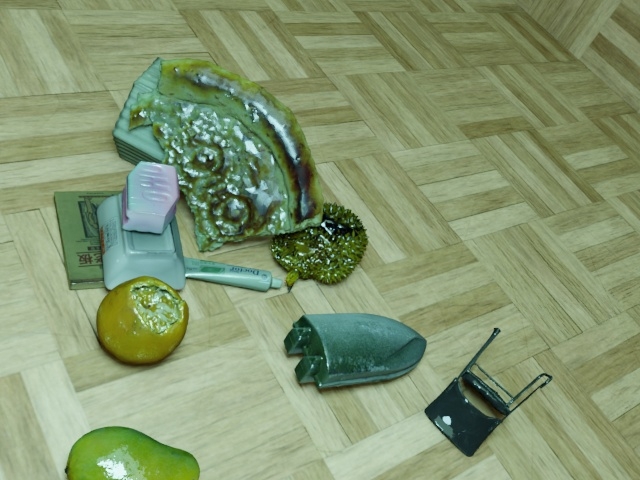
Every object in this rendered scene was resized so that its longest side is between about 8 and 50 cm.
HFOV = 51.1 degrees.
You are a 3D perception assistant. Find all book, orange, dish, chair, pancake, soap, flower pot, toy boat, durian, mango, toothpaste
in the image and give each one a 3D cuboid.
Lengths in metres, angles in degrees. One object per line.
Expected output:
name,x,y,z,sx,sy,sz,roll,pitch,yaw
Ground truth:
book,-0.418,-0.007,1.289,0.161,0.026,0.231,-3,51,-30
orange,-0.302,0.132,1.138,0.154,0.134,0.155,9,47,-9
dish,-0.333,-0.011,1.261,0.151,0.077,0.212,2,49,-27
chair,0.325,0.299,1.321,0.140,0.221,0.145,42,2,16
pancake,-0.183,-0.171,1.308,0.427,0.304,0.067,62,6,-10
soap,-0.314,-0.084,1.244,0.100,0.056,0.149,8,45,-23
flower pot,-0.310,-0.247,1.438,0.189,0.209,0.239,27,44,-1
toy boat,0.087,0.209,1.296,0.319,0.092,0.141,2,47,-35
durian,0.000,0.000,1.412,0.193,0.138,0.237,32,44,5
mango,-0.276,0.343,0.982,0.191,0.086,0.122,21,40,-6
toothpaste,-0.182,0.068,1.330,0.218,0.041,0.064,11,34,-14
